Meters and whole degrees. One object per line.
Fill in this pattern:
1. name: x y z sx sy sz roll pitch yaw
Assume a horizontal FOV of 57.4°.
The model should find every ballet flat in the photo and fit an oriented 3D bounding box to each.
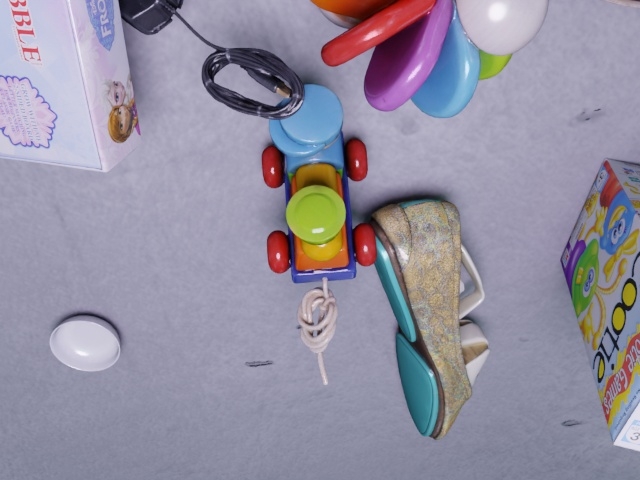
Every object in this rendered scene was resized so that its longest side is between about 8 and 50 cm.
1. ballet flat: 0.140 0.102 0.685 0.123 0.123 0.349 -13 123 6

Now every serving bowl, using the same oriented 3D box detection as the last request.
1. serving bowl: -0.286 0.122 0.719 0.083 0.027 0.083 -1 123 -2

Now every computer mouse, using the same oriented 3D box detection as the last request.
1. computer mouse: -0.109 -0.178 0.474 0.242 0.041 0.071 42 94 6

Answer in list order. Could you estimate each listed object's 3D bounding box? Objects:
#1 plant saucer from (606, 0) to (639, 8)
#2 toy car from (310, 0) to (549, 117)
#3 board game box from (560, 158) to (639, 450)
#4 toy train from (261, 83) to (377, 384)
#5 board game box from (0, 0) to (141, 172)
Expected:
1. plant saucer: 0.240 -0.311 0.367 0.310 0.050 0.311 1 111 3
2. toy car: 0.067 -0.168 0.454 0.182 0.159 0.136 34 76 -23
3. board game box: 0.338 0.055 0.546 0.144 0.275 0.142 13 122 5
4. toy train: 0.000 0.000 0.514 0.105 0.248 0.143 -5 167 1
5. board game box: -0.309 -0.221 0.424 0.317 0.066 0.319 9 124 10
